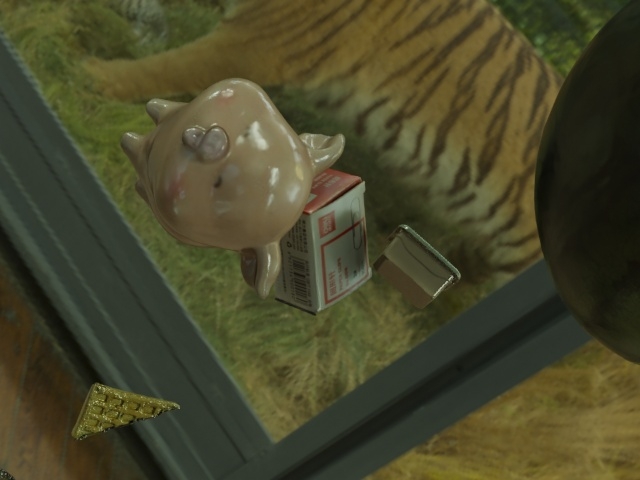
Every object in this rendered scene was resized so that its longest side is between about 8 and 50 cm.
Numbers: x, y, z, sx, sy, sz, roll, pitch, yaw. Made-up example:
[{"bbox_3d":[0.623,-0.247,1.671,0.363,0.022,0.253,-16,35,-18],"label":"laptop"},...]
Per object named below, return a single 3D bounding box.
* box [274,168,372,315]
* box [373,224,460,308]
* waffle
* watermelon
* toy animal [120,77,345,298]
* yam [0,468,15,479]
[{"bbox_3d":[0.000,0.000,1.461,0.099,0.182,0.133,20,37,34],"label":"box"},{"bbox_3d":[0.141,0.043,1.471,0.122,0.089,0.062,41,70,2],"label":"box"},{"bbox_3d":[-0.308,0.285,1.548,0.152,0.097,0.023,18,5,-26],"label":"waffle"},{"bbox_3d":[0.301,-0.057,0.674,0.278,0.359,0.279,10,56,-15],"label":"watermelon"},{"bbox_3d":[-0.132,-0.079,1.264,0.269,0.326,0.237,25,78,8],"label":"toy animal"},{"bbox_3d":[-0.526,0.395,1.356,0.131,0.279,0.131,30,48,-40],"label":"yam"}]
